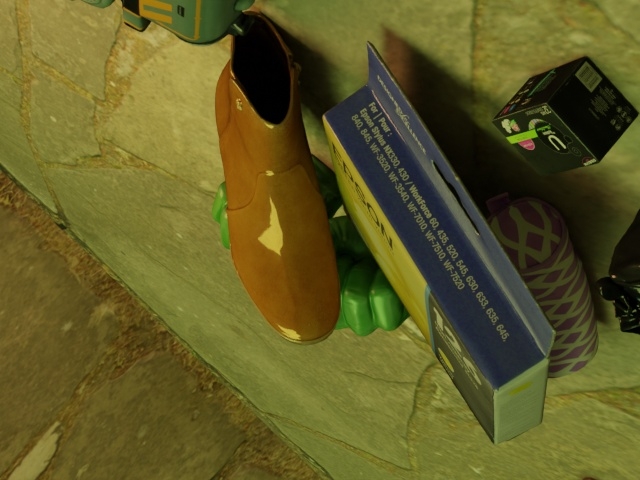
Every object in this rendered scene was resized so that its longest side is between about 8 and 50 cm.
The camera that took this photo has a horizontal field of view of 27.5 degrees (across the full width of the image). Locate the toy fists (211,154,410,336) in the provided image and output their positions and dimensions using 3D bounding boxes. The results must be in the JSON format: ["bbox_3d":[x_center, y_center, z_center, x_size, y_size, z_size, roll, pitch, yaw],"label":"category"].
[{"bbox_3d":[0.000,0.000,1.441,0.279,0.142,0.096,33,161,26],"label":"toy fists"}]

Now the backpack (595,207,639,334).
[{"bbox_3d":[0.291,0.028,0.867,0.182,0.152,0.115,41,161,-19],"label":"backpack"}]

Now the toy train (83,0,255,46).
[{"bbox_3d":[-0.133,-0.267,1.091,0.190,0.142,0.334,31,163,2],"label":"toy train"}]

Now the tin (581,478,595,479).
[{"bbox_3d":[0.399,0.367,1.665,0.190,0.040,0.106,27,154,41],"label":"tin"}]

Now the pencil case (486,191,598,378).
[{"bbox_3d":[0.205,0.046,1.214,0.206,0.086,0.088,65,-175,-51],"label":"pencil case"}]

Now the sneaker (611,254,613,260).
[{"bbox_3d":[0.291,0.056,1.066,0.085,0.058,0.152,6,138,54],"label":"sneaker"}]

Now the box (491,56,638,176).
[{"bbox_3d":[0.179,-0.090,0.966,0.062,0.052,0.083,45,162,-11],"label":"box"}]

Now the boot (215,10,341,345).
[{"bbox_3d":[-0.046,-0.059,1.289,0.211,0.104,0.295,101,153,-68],"label":"boot"}]

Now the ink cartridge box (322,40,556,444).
[{"bbox_3d":[0.102,0.018,1.187,0.303,0.072,0.307,60,177,22],"label":"ink cartridge box"}]
